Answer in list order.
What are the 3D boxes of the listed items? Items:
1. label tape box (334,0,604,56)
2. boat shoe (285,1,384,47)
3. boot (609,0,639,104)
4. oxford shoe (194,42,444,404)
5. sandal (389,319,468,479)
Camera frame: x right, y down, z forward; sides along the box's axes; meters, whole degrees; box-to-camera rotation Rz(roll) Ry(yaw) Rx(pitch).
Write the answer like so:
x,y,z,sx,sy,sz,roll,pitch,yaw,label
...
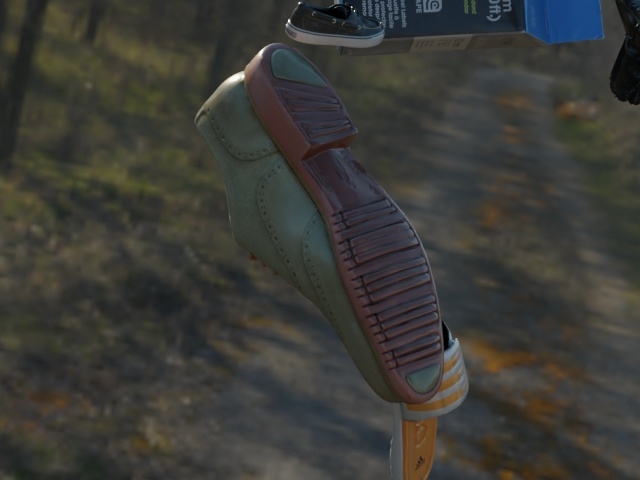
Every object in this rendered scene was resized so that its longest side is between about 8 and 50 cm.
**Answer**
x,y,z,sx,sy,sz,roll,pitch,yaw,label
0.188,-0.374,2.135,0.348,0.249,0.115,-3,-5,0,label tape box
0.022,-0.239,1.833,0.142,0.040,0.049,-7,37,-46,boat shoe
0.333,-0.210,1.776,0.045,0.099,0.121,0,40,-17,boot
0.000,0.000,1.727,0.146,0.397,0.140,-32,-14,32,oxford shoe
0.128,0.174,1.851,0.076,0.265,0.102,16,38,29,sandal
